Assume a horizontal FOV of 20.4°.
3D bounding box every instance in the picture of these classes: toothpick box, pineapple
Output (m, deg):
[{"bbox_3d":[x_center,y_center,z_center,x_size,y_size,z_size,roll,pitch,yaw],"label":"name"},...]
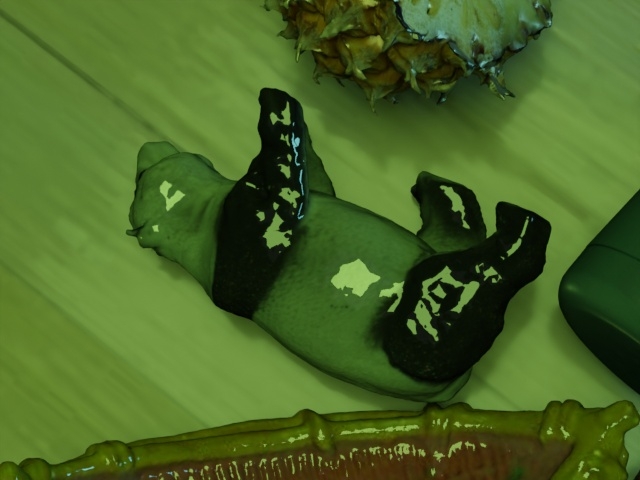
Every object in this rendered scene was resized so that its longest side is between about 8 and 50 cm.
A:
[{"bbox_3d":[0.218,-0.002,0.892,0.120,0.120,0.184,41,81,11],"label":"toothpick box"},{"bbox_3d":[0.025,-0.145,0.944,0.161,0.137,0.176,10,69,-37],"label":"pineapple"}]

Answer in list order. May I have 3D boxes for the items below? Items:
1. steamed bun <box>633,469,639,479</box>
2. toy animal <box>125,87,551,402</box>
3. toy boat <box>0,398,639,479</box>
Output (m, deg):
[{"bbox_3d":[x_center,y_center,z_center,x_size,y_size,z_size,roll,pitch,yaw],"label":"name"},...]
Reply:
[{"bbox_3d":[0.191,0.187,0.862,0.145,0.106,0.175,28,99,-3],"label":"steamed bun"},{"bbox_3d":[0.000,0.000,0.925,0.225,0.094,0.121,26,88,10],"label":"toy animal"},{"bbox_3d":[0.001,0.133,0.880,0.318,0.099,0.141,-5,44,-9],"label":"toy boat"}]
